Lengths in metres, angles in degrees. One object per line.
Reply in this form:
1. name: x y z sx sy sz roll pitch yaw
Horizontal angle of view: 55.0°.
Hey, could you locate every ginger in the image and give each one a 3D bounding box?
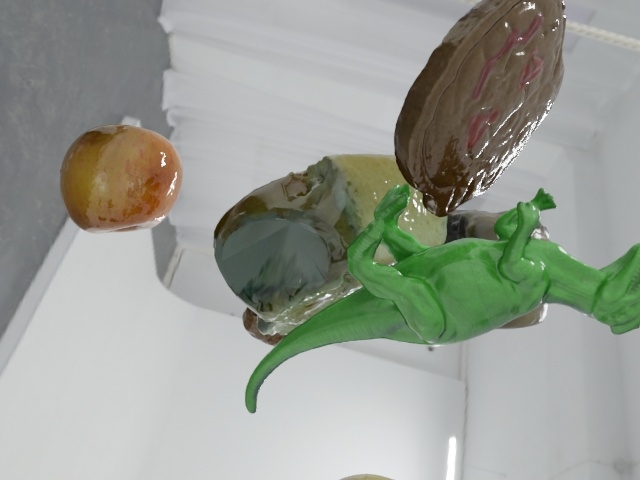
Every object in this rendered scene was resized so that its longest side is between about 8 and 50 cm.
1. ginger: -0.057 0.218 1.721 0.172 0.322 0.164 115 -24 -78

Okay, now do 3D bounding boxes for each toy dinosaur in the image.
1. toy dinosaur: 0.163 0.129 0.842 0.499 0.375 0.144 -57 -174 23

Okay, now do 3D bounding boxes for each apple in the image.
1. apple: -0.502 -0.147 1.563 0.299 0.299 0.274 113 -21 -78

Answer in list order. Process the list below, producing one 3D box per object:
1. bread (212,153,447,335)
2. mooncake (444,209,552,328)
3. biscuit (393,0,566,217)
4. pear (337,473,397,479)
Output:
1. bread: 0.004 -0.004 1.062 0.395 0.239 0.264 -32 167 25
2. mooncake: 0.306 0.051 1.369 0.393 0.395 0.246 9 88 -63
3. biscuit: 0.193 -0.155 0.703 0.273 0.049 0.257 -46 146 -9
4. pear: 0.109 0.698 1.377 0.348 0.349 0.347 -165 -90 -88
